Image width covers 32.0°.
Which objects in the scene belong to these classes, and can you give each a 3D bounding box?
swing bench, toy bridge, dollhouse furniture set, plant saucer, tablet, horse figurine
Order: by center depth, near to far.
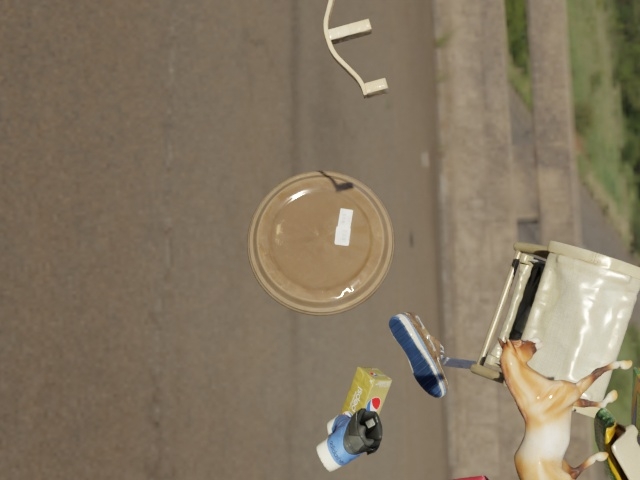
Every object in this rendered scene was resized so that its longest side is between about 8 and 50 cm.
[{"bbox_3d":[0.301,0.247,1.401,0.066,0.174,0.263,-154,-115,-65],"label":"horse figurine"},{"bbox_3d":[0.037,-0.281,1.501,0.026,0.063,0.188,63,11,-81],"label":"toy bridge"},{"bbox_3d":[0.416,0.401,1.526,0.301,0.151,0.197,61,2,4],"label":"dollhouse furniture set"},{"bbox_3d":[0.398,0.143,1.888,0.254,0.165,0.253,173,-64,-82],"label":"swing bench"},{"bbox_3d":[0.000,0.000,2.067,0.041,0.277,0.278,81,10,-77],"label":"plant saucer"},{"bbox_3d":[0.313,0.277,2.498,0.054,0.083,0.006,64,36,-60],"label":"tablet"}]

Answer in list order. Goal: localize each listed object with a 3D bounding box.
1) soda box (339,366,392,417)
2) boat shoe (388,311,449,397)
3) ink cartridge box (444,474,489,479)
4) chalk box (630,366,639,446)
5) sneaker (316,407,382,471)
[{"bbox_3d":[0.089,0.367,2.424,0.058,0.061,0.181,8,108,-41],"label":"soda box"},{"bbox_3d":[0.208,0.218,2.187,0.066,0.066,0.183,-20,77,-36],"label":"boat shoe"},{"bbox_3d":[0.137,0.504,1.634,0.131,0.226,0.306,54,46,-16],"label":"ink cartridge box"},{"bbox_3d":[0.574,0.354,1.698,0.179,0.180,0.289,-57,146,-80],"label":"chalk box"},{"bbox_3d":[0.050,0.261,1.520,0.058,0.084,0.152,60,13,2],"label":"sneaker"}]
